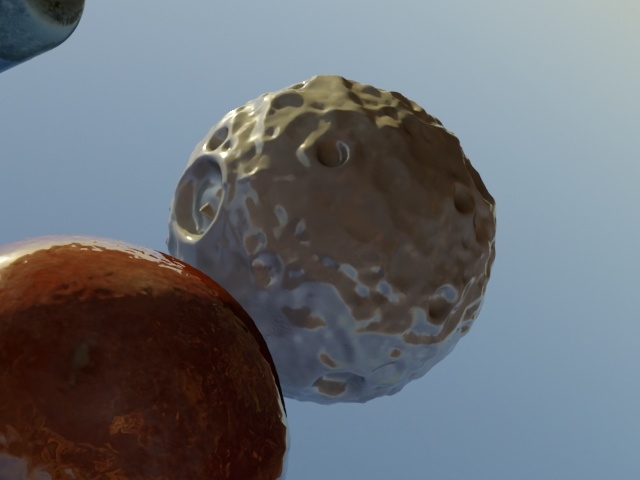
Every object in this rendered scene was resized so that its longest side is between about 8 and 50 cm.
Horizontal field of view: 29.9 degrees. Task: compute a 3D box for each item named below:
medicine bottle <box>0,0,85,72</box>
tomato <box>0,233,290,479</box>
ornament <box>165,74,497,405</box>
[{"bbox_3d":[-0.195,-0.100,0.533,0.054,0.209,0.090,-36,-73,-52],"label":"medicine bottle"},{"bbox_3d":[-0.142,0.128,0.784,0.265,0.265,0.265,37,-156,-20],"label":"tomato"},{"bbox_3d":[0.000,0.000,1.215,0.337,0.337,0.337,37,-156,-20],"label":"ornament"}]
